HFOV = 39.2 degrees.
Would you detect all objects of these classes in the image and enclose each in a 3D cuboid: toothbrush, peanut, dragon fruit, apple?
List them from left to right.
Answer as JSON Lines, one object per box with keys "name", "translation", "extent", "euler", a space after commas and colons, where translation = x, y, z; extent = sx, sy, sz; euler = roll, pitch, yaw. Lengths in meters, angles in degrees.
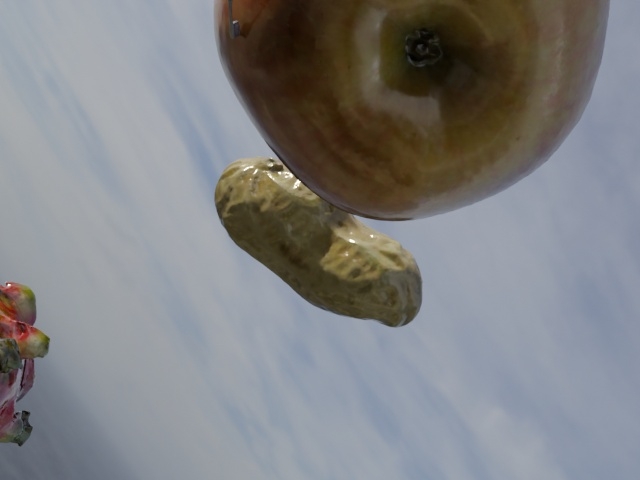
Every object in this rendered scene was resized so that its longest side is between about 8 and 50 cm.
{"name": "dragon fruit", "translation": [-0.278, 0.089, 0.659], "extent": [0.167, 0.160, 0.172], "euler": [34, -15, -8]}
{"name": "toothbrush", "translation": [-0.072, -0.205, 0.728], "extent": [0.006, 0.008, 0.097], "euler": [43, -29, 31]}
{"name": "peanut", "translation": [0.000, 0.000, 1.191], "extent": [0.325, 0.140, 0.153], "euler": [33, -66, 17]}
{"name": "apple", "translation": [0.086, -0.214, 0.854], "extent": [0.391, 0.392, 0.346], "euler": [61, 5, -24]}
